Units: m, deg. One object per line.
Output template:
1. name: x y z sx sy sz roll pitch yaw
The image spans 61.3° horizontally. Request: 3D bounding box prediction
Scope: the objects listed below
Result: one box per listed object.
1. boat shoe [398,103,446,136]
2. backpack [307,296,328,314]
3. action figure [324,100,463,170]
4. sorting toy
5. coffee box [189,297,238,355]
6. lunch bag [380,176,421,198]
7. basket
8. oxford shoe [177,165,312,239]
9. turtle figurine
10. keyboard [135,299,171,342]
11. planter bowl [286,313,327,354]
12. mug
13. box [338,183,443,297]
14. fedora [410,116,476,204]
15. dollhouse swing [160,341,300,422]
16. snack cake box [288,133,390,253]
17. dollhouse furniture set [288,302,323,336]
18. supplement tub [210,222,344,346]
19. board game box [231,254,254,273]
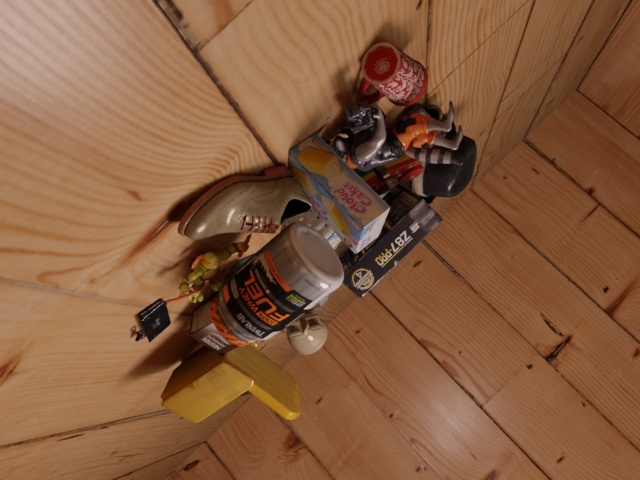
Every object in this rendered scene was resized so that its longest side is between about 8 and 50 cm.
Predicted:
1. boat shoe: 0.346 -0.379 1.701 0.285 0.102 0.092 -11 149 -53
2. backpack: -0.042 0.208 2.194 0.188 0.144 0.166 -43 160 -11
3. action figure: 0.161 -0.240 1.298 0.330 0.178 0.341 -8 -175 20
4. sorting toy: 0.199 -0.213 1.650 0.256 0.089 0.257 -29 168 14
5. coffee box: -0.239 0.222 1.573 0.247 0.098 0.141 -30 129 21
6. lunch bag: 0.277 -0.119 2.106 0.223 0.160 0.262 -32 155 -40
7. basket: 0.010 -0.026 1.586 0.255 0.201 0.289 -42 159 -15
8. oxford shoe: -0.152 -0.069 1.201 0.348 0.130 0.123 -30 159 -42
9. turtle figurine: -0.290 0.083 1.338 0.269 0.087 0.217 -45 175 -30
10. keyboard: -0.449 0.221 1.428 0.108 0.023 0.180 -43 165 -27
11. planter bowl: -0.067 0.352 2.116 0.162 0.162 0.109 -43 138 -3
12. mug: 0.158 -0.366 1.239 0.150 0.113 0.169 -55 159 17
13. box: 0.182 -0.017 1.641 0.318 0.097 0.395 -46 -170 7
14. fedora: 0.463 -0.271 1.951 0.334 0.153 0.334 -30 131 -43
15. dollhouse swing: -0.280 0.491 1.757 0.315 0.305 0.347 -34 -169 1
16. snack cake box: 0.037 -0.111 1.311 0.089 0.264 0.152 -37 163 -21
17. dollhouse furniture set: -0.116 0.258 2.029 0.242 0.212 0.161 -19 165 9
18. supplement tub: -0.114 0.117 1.332 0.316 0.193 0.194 -40 167 23
19. board game box: -0.216 0.162 1.746 0.254 0.079 0.336 -24 155 -50
